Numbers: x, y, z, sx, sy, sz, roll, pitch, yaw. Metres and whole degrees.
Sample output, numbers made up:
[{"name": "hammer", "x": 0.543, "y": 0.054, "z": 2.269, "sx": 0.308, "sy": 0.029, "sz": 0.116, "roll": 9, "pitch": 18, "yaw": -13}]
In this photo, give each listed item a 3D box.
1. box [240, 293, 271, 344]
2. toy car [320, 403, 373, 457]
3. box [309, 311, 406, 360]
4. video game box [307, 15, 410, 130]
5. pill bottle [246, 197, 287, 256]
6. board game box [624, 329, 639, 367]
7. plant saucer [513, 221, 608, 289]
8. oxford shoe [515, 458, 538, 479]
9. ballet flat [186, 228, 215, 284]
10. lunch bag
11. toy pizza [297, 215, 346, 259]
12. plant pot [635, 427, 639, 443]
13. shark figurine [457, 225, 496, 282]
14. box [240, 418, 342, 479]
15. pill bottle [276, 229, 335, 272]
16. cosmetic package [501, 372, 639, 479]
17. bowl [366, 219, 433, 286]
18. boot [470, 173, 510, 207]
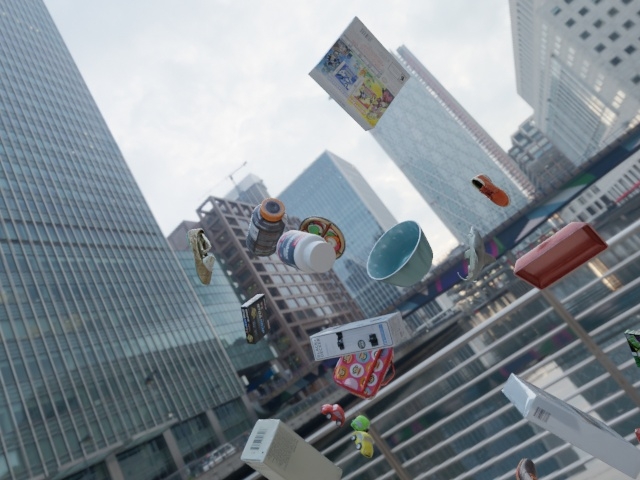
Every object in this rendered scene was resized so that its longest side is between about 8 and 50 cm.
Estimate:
[{"name": "box", "x": -0.348, "y": 0.424, "z": 2.242, "sx": 0.051, "sy": 0.220, "sz": 0.175, "roll": -2, "pitch": 14, "yaw": 25}, {"name": "toy car", "x": 0.131, "y": 0.674, "z": 1.517, "sx": 0.053, "sy": 0.239, "sz": 0.225, "roll": -54, "pitch": -31, "yaw": 1}, {"name": "box", "x": 0.129, "y": 0.328, "z": 1.418, "sx": 0.290, "sy": 0.087, "sz": 0.169, "roll": -19, "pitch": -8, "yaw": 25}, {"name": "video game box", "x": 0.101, "y": -0.409, "z": 1.026, "sx": 0.187, "sy": 0.205, "sz": 0.048, "roll": -55, "pitch": 19, "yaw": -16}, {"name": "pill bottle", "x": -0.198, "y": -0.052, "z": 1.547, "sx": 0.131, "sy": 0.130, "sz": 0.245, "roll": -22, "pitch": -23, "yaw": -30}, {"name": "board game box", "x": 1.108, "y": 0.359, "z": 1.291, "sx": 0.030, "sy": 0.136, "sz": 0.260, "roll": -27, "pitch": 4, "yaw": -19}, {"name": "plant saucer", "x": 0.779, "y": 0.049, "z": 1.358, "sx": 0.259, "sy": 0.047, "sz": 0.259, "roll": 22, "pitch": -56, "yaw": -41}, {"name": "oxford shoe", "x": 0.891, "y": 1.025, "z": 1.741, "sx": 0.271, "sy": 0.097, "sz": 0.098, "roll": -46, "pitch": -19, "yaw": -57}, {"name": "ballet flat", "x": -0.402, "y": 0.049, "z": 1.420, "sx": 0.067, "sy": 0.206, "sz": 0.073, "roll": -25, "pitch": -12, "yaw": 11}, {"name": "lunch bag", "x": 0.222, "y": 0.595, "z": 1.963, "sx": 0.293, "sy": 0.258, "sz": 0.120, "roll": -62, "pitch": -24, "yaw": -24}, {"name": "toy pizza", "x": 0.000, "y": 0.000, "z": 1.560, "sx": 0.201, "sy": 0.201, "sz": 0.032, "roll": -52, "pitch": -2, "yaw": 42}, {"name": "plant pot", "x": 0.896, "y": 0.501, "z": 0.853, "sx": 0.268, "sy": 0.267, "sz": 0.236, "roll": 11, "pitch": -37, "yaw": -31}, {"name": "shark figurine", "x": 0.655, "y": 0.099, "z": 1.700, "sx": 0.116, "sy": 0.166, "sz": 0.278, "roll": -2, "pitch": -58, "yaw": 2}, {"name": "box", "x": -0.069, "y": 0.588, "z": 1.083, "sx": 0.094, "sy": 0.275, "sz": 0.113, "roll": -21, "pitch": 29, "yaw": 39}, {"name": "pill bottle", "x": -0.039, "y": 0.033, "z": 1.150, "sx": 0.108, "sy": 0.107, "sz": 0.180, "roll": -24, "pitch": 18, "yaw": -26}, {"name": "cosmetic package", "x": 0.880, "y": 0.642, "z": 1.480, "sx": 0.097, "sy": 0.377, "sz": 0.284, "roll": -62, "pitch": -9, "yaw": 0}, {"name": "bowl", "x": 0.367, "y": 0.081, "z": 1.811, "sx": 0.311, "sy": 0.163, "sz": 0.311, "roll": -42, "pitch": 23, "yaw": 23}, {"name": "boot", "x": 0.605, "y": -0.173, "z": 1.481, "sx": 0.085, "sy": 0.158, "sz": 0.059, "roll": -16, "pitch": -33, "yaw": -47}]
